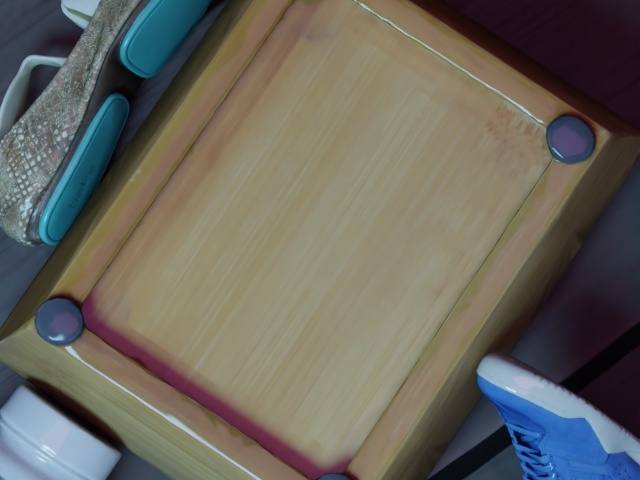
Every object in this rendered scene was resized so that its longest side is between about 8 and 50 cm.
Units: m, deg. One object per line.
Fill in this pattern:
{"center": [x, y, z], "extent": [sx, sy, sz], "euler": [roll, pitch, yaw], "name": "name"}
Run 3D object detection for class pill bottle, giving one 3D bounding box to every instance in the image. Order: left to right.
{"center": [-0.167, 0.147, 0.976], "extent": [0.078, 0.078, 0.137], "euler": [34, 84, 3], "name": "pill bottle"}

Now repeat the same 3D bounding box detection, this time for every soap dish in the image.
{"center": [0.000, 0.000, 0.973], "extent": [0.229, 0.118, 0.291], "euler": [34, 86, 3], "name": "soap dish"}

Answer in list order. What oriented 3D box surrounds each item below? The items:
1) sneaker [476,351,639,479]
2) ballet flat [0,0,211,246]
{"center": [0.118, 0.122, 0.966], "extent": [0.152, 0.058, 0.084], "euler": [36, 88, -37], "name": "sneaker"}
{"center": [-0.121, -0.096, 1.010], "extent": [0.067, 0.073, 0.206], "euler": [29, 81, 17], "name": "ballet flat"}
